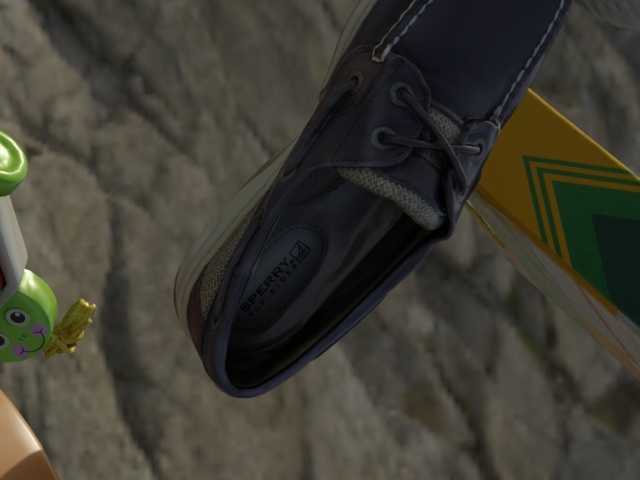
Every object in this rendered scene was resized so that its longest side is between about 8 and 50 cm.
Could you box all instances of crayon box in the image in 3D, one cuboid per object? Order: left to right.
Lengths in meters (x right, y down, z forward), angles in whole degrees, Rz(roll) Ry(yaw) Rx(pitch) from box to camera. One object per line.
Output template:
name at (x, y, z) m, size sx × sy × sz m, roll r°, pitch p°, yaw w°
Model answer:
crayon box at (0.209, 0.022, 1.291) m, size 0.323 × 0.083 × 0.203 m, roll 45°, pitch -2°, yaw 44°

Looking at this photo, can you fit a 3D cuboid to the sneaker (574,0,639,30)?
sneaker at (0.112, -0.131, 0.566) m, size 0.086 × 0.085 × 0.237 m, roll -57°, pitch 175°, yaw -5°

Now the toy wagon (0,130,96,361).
toy wagon at (-0.329, 0.006, 1.434) m, size 0.344 × 0.267 × 0.068 m, roll 32°, pitch 36°, yaw -19°

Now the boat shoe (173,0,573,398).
boat shoe at (0.034, -0.037, 0.908) m, size 0.103 × 0.285 × 0.092 m, roll 34°, pitch 16°, yaw -27°

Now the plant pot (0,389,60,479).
plant pot at (-0.279, 0.201, 0.922) m, size 0.203 × 0.291 × 0.291 m, roll -8°, pitch 90°, yaw -48°
